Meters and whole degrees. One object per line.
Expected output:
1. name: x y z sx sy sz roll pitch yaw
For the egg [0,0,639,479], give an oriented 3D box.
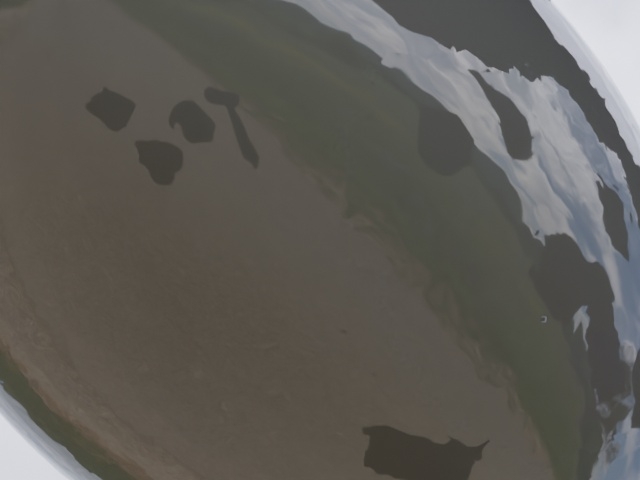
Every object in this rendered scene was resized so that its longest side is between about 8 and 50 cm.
1. egg: 0.000 0.000 0.454 0.232 0.176 0.176 36 -50 -15
